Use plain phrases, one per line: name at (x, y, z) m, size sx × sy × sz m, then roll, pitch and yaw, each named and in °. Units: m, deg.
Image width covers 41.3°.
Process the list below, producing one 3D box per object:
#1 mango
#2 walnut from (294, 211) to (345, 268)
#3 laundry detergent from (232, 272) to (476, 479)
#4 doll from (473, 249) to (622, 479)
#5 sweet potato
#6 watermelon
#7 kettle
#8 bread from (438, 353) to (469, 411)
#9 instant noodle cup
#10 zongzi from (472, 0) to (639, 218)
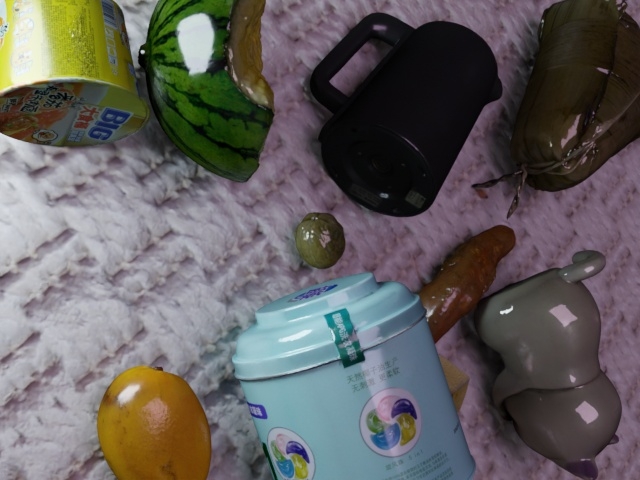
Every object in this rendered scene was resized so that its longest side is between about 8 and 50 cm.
mango at (-0.216, 0.272, 1.128) m, size 0.145 × 0.112 × 0.219 m, roll -24°, pitch 107°, yaw -36°
walnut at (0.000, 0.000, 1.344) m, size 0.092 × 0.092 × 0.092 m, roll 7°, pitch 77°, yaw -34°
laundry detergent at (0.039, 0.216, 1.203) m, size 0.287 × 0.287 × 0.305 m, roll -21°, pitch 94°, yaw -36°
doll at (0.407, 0.214, 1.515) m, size 0.215 × 0.226 × 0.370 m, roll -18°, pitch 101°, yaw -62°
sweet potato at (0.246, 0.075, 1.489) m, size 0.354 × 0.095 × 0.106 m, roll -48°, pitch 149°, yaw -28°
watermelon at (-0.151, -0.257, 1.166) m, size 0.190 × 0.331 × 0.330 m, roll 16°, pitch 72°, yaw -17°
kettle at (0.135, -0.222, 1.441) m, size 0.308 × 0.262 × 0.203 m, roll -56°, pitch 148°, yaw -32°
bread at (0.204, 0.264, 1.471) m, size 0.084 × 0.080 × 0.109 m, roll -28°, pitch 140°, yaw -40°
instant noodle cup at (-0.327, -0.226, 1.090) m, size 0.205 × 0.205 × 0.152 m, roll 2°, pitch 74°, yaw -35°
zongzi at (0.586, -0.183, 1.702) m, size 0.467 × 0.218 × 0.499 m, roll 35°, pitch 63°, yaw -25°
